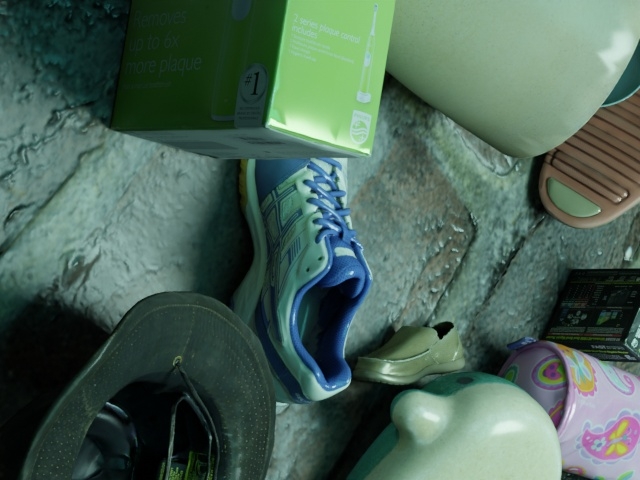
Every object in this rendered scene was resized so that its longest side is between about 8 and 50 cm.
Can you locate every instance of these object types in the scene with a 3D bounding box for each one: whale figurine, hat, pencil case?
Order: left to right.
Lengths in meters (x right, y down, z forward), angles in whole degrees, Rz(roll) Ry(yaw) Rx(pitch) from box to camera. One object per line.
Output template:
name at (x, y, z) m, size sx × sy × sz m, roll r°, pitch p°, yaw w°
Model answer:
hat at (-0.173, 0.177, 1.526) m, size 0.331 × 0.134 × 0.331 m, roll -29°, pitch 125°, yaw -53°
whale figurine at (0.089, 0.224, 1.794) m, size 0.272 × 0.141 × 0.216 m, roll -23°, pitch 120°, yaw -15°
pencil case at (0.288, 0.190, 1.963) m, size 0.284 × 0.124 × 0.124 m, roll 22°, pitch 77°, yaw -41°

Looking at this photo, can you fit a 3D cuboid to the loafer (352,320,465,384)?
loafer at (0.082, 0.106, 1.816) m, size 0.148 × 0.056 × 0.050 m, roll -8°, pitch 97°, yaw -52°

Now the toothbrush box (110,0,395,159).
toothbrush box at (-0.046, -0.216, 1.575) m, size 0.122 × 0.206 × 0.283 m, roll 16°, pitch 82°, yaw -42°

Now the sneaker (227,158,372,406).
sneaker at (0.000, 0.000, 1.681) m, size 0.112 × 0.131 × 0.296 m, roll 8°, pitch 85°, yaw -41°

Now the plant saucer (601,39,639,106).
plant saucer at (0.279, -0.184, 1.957) m, size 0.021 × 0.119 × 0.119 m, roll 75°, pitch 38°, yaw -64°

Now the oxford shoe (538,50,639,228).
oxford shoe at (0.376, -0.149, 2.021) m, size 0.397 × 0.140 × 0.146 m, roll -47°, pitch 159°, yaw -14°

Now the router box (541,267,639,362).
router box at (0.295, 0.076, 1.962) m, size 0.038 × 0.122 × 0.092 m, roll 40°, pitch 66°, yaw -30°

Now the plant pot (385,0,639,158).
plant pot at (0.114, -0.241, 1.720) m, size 0.274 × 0.256 × 0.256 m, roll 22°, pitch 77°, yaw -27°
